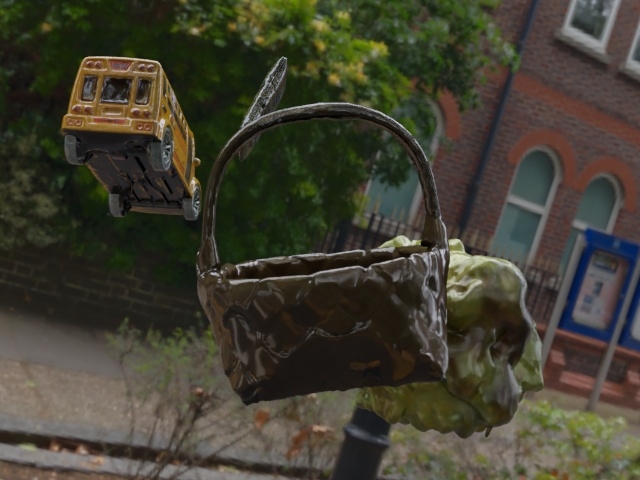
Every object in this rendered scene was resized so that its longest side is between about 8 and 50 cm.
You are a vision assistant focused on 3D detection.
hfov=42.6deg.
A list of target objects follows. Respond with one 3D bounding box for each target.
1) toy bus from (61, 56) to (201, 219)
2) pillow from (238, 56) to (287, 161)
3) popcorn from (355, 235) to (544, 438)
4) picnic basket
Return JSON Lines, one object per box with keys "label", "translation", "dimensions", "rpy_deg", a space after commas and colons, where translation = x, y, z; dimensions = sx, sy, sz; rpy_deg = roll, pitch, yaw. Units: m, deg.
{"label": "toy bus", "translation": [-0.130, -0.068, 0.601], "dimensions": [0.069, 0.074, 0.162], "rpy_deg": [4, -17, 3]}
{"label": "pillow", "translation": [-0.119, -0.264, 1.657], "dimensions": [0.038, 0.203, 0.113], "rpy_deg": [23, -26, 7]}
{"label": "popcorn", "translation": [0.159, 0.145, 1.218], "dimensions": [0.312, 0.312, 0.312], "rpy_deg": [18, 2, -1]}
{"label": "picnic basket", "translation": [0.000, 0.000, 0.941], "dimensions": [0.292, 0.337, 0.337], "rpy_deg": [-6, 3, -1]}
